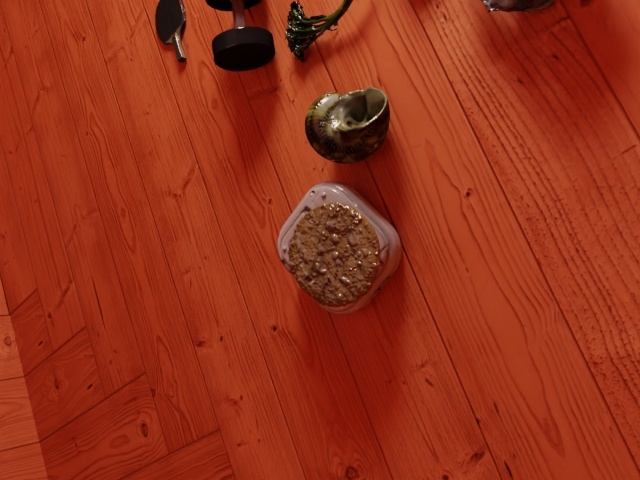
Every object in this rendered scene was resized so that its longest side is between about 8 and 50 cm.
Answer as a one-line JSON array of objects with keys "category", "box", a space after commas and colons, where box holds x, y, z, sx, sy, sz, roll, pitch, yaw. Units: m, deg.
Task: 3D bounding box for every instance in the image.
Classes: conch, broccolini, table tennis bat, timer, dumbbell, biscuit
[{"category": "conch", "box": [0.061, -0.249, 1.455, 0.187, 0.124, 0.181, -37, 54, 8]}, {"category": "broccolini", "box": [0.006, -0.528, 1.533, 0.271, 0.062, 0.123, -37, 82, 41]}, {"category": "table tennis bat", "box": [-0.416, -0.598, 1.931, 0.130, 0.019, 0.220, -32, 69, 38]}, {"category": "timer", "box": [0.033, 0.017, 1.475, 0.262, 0.087, 0.237, 46, 112, 20]}, {"category": "dumbbell", "box": [-0.195, -0.535, 1.649, 0.152, 0.152, 0.218, -15, 81, 40]}, {"category": "biscuit", "box": [0.026, 0.029, 1.412, 0.219, 0.033, 0.220, 0, 90, 29]}]

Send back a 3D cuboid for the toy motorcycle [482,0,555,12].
[{"category": "toy motorcycle", "box": [0.305, -0.549, 1.171, 0.241, 0.182, 0.319, -18, 85, 25]}]
